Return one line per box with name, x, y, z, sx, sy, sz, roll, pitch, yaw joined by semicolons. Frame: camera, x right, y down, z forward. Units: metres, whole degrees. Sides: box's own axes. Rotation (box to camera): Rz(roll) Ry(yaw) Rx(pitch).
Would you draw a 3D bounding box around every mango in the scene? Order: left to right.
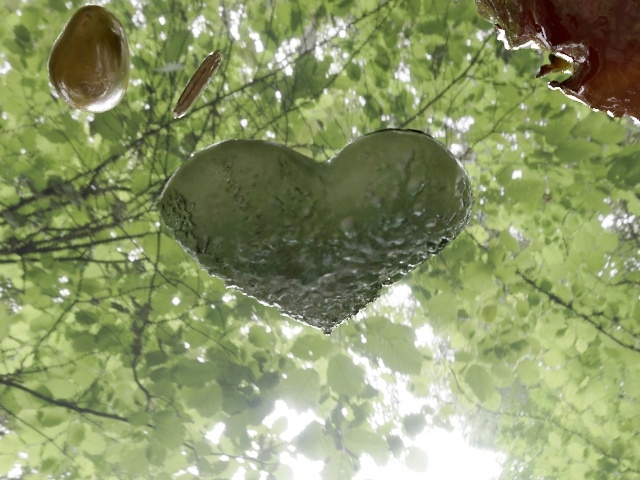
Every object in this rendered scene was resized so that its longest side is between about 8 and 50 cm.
mango;-0.401;-0.311;1.207;0.139;0.253;0.113;-3;-114;-20

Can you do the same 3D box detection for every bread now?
bread;0.000;0.000;0.511;0.232;0.172;0.064;-4;-137;-13

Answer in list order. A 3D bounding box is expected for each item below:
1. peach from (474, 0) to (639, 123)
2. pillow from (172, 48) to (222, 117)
peach;0.342;-0.230;0.575;0.353;0.417;0.339;-42;-157;21
pillow;-0.208;-0.266;1.177;0.034;0.211;0.135;36;-87;-15
